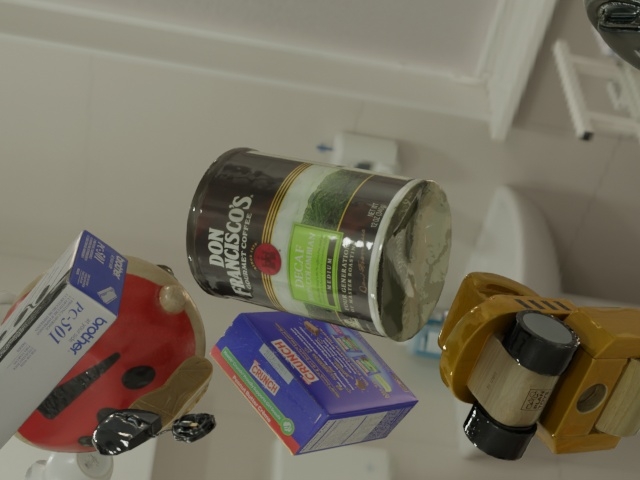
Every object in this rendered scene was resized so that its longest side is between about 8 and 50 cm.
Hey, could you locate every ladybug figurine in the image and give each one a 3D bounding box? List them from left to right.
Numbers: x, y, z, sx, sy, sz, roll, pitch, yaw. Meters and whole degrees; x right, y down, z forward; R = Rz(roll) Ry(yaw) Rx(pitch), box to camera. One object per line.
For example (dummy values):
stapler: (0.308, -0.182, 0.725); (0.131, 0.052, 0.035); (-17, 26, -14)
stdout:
ladybug figurine: (-0.361, 0.193, 1.669); (0.449, 0.305, 0.162); (-40, 9, 36)

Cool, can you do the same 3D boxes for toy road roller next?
toy road roller: (0.321, 0.162, 1.565); (0.240, 0.329, 0.202); (52, 129, 49)

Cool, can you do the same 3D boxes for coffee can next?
coffee can: (0.000, 0.000, 1.358); (0.201, 0.275, 0.202); (-29, -56, -54)

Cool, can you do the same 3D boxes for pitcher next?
pitcher: (-0.493, 0.496, 2.212); (0.207, 0.178, 0.125); (-35, 10, 42)

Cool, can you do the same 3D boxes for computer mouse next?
computer mouse: (-0.205, 0.222, 1.297); (0.242, 0.071, 0.041); (-17, 100, 46)

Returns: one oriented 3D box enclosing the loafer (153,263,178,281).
loafer: (-0.356, 0.065, 1.829); (0.094, 0.251, 0.087); (58, -149, -52)

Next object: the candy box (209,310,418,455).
candy box: (-0.007, 0.258, 2.035); (0.268, 0.317, 0.122); (48, 113, 28)

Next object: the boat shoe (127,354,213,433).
boat shoe: (-0.213, 0.235, 1.511); (0.170, 0.063, 0.059); (-40, -29, -28)

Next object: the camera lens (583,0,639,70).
camera lens: (0.440, -0.317, 1.186); (0.274, 0.219, 0.219); (-58, 7, -1)

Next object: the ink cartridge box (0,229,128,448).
ink cartridge box: (-0.225, 0.095, 0.798); (0.207, 0.046, 0.097); (-47, 19, 15)

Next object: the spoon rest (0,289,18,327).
spoon rest: (-0.607, 0.155, 2.136); (0.276, 0.137, 0.084); (28, -135, -70)
